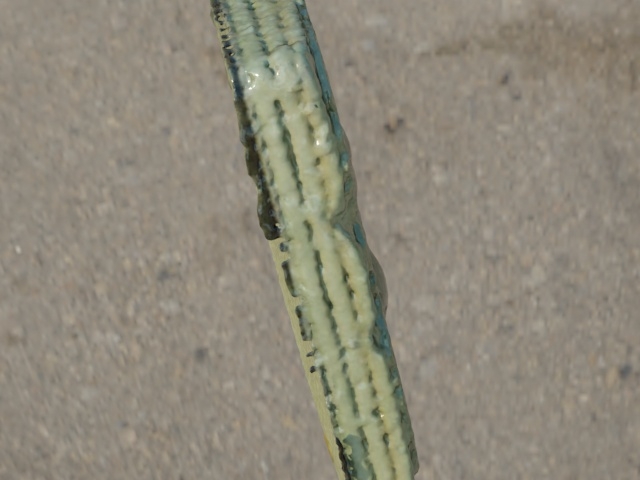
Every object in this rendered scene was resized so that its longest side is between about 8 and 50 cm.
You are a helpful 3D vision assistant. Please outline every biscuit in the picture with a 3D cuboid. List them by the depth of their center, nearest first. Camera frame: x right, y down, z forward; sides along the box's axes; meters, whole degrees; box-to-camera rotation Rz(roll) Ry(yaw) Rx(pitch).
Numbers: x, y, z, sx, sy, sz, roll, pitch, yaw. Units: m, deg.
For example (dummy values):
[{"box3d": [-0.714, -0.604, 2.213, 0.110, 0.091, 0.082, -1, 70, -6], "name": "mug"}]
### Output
[{"box3d": [0.000, 0.000, 0.767, 0.052, 0.252, 0.150, -14, 27, -2], "name": "biscuit"}]
